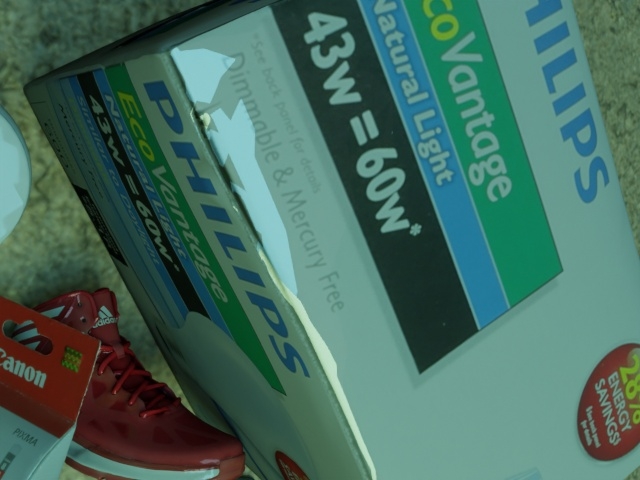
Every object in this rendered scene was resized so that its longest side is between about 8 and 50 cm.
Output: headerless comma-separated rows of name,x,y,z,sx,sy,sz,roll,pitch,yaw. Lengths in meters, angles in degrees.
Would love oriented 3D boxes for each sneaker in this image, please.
sneaker,-0.154,0.104,0.562,0.221,0.087,0.128,9,88,14

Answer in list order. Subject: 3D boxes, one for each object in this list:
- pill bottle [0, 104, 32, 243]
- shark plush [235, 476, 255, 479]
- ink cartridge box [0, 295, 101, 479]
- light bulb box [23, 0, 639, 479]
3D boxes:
pill bottle,-0.251,-0.046,0.468,0.119,0.208,0.119,-5,101,-29
shark plush,-0.104,0.241,0.677,0.161,0.067,0.073,42,77,-28
ink cartridge box,-0.248,0.135,0.536,0.045,0.145,0.179,16,91,-63
light bulb box,0.000,0.000,0.530,0.225,0.361,0.358,-32,111,-22
